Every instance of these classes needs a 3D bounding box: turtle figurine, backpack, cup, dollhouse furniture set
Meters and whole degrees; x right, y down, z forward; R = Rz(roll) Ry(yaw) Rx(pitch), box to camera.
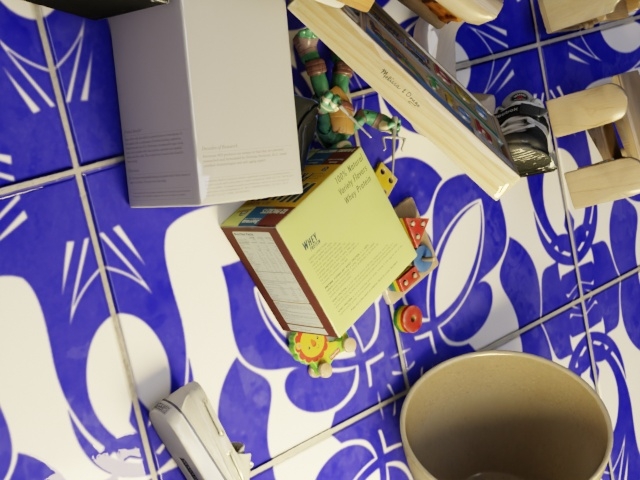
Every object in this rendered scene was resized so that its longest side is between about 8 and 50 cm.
[{"bbox_3d":[0.031,-0.202,1.708,0.175,0.118,0.234,2,71,-59],"label":"turtle figurine"},{"bbox_3d":[-0.064,-0.150,1.635,0.098,0.101,0.120,9,89,-33],"label":"backpack"},{"bbox_3d":[0.294,0.377,1.844,0.331,0.331,0.237,-35,139,-35],"label":"cup"},{"bbox_3d":[0.589,-0.292,2.046,0.362,0.256,0.394,-20,95,-55],"label":"dollhouse furniture set"}]

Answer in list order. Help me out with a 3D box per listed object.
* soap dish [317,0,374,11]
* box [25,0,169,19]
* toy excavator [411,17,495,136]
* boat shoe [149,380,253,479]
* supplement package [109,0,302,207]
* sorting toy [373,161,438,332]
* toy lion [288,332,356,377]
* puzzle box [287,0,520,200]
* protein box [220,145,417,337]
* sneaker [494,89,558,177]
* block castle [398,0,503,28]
[{"bbox_3d":[-0.041,-0.426,1.383,0.291,0.118,0.228,11,60,-47],"label":"soap dish"},{"bbox_3d":[-0.332,-0.446,1.345,0.296,0.183,0.294,9,85,-43],"label":"box"},{"bbox_3d":[0.243,-0.445,1.862,0.445,0.222,0.433,-43,119,-17],"label":"toy excavator"},{"bbox_3d":[-0.140,0.318,1.583,0.088,0.096,0.267,-39,106,-29],"label":"boat shoe"},{"bbox_3d":[-0.153,-0.197,1.507,0.175,0.177,0.292,-10,97,-40],"label":"supplement package"},{"bbox_3d":[0.137,0.009,1.848,0.132,0.046,0.274,-37,113,-35],"label":"sorting toy"},{"bbox_3d":[-0.003,0.156,1.737,0.100,0.034,0.096,-42,113,-33],"label":"toy lion"},{"bbox_3d":[0.121,-0.252,1.652,0.409,0.272,0.052,40,109,-17],"label":"puzzle box"},{"bbox_3d":[0.000,0.000,1.668,0.200,0.136,0.201,-45,118,-31],"label":"protein box"},{"bbox_3d":[0.329,-0.184,1.917,0.330,0.122,0.146,-7,89,-75],"label":"sneaker"},{"bbox_3d":[0.229,-0.530,1.581,0.213,0.303,0.453,33,94,-14],"label":"block castle"}]
